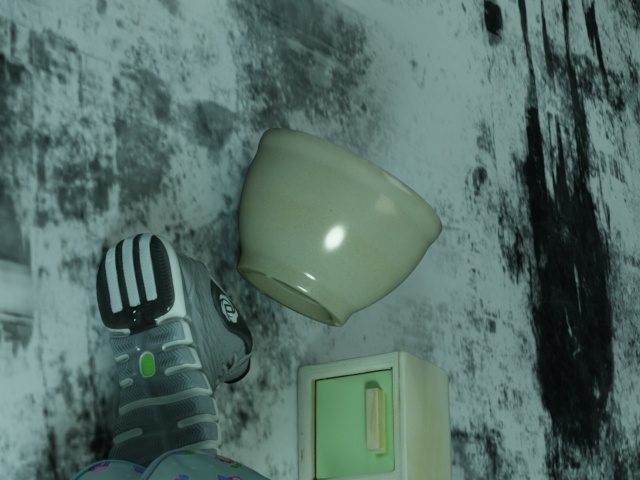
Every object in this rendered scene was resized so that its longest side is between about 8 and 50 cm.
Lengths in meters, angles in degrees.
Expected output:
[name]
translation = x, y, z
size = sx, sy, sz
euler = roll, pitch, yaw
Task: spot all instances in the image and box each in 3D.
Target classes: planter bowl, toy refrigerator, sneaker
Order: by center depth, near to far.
[sneaker]
translation = -0.084, 0.113, 1.120
size = 0.132, 0.086, 0.228
euler = 19, 63, -61
[planter bowl]
translation = 0.000, 0.000, 1.263
size = 0.162, 0.162, 0.109
euler = 42, 72, -48
[toy refrigerator]
translation = 0.043, 0.232, 1.291
size = 0.094, 0.102, 0.269
euler = 30, 55, -55

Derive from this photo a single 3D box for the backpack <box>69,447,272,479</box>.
[backpack]
translation = -0.087, 0.209, 0.954
size = 0.166, 0.188, 0.144
euler = -59, 169, -67
